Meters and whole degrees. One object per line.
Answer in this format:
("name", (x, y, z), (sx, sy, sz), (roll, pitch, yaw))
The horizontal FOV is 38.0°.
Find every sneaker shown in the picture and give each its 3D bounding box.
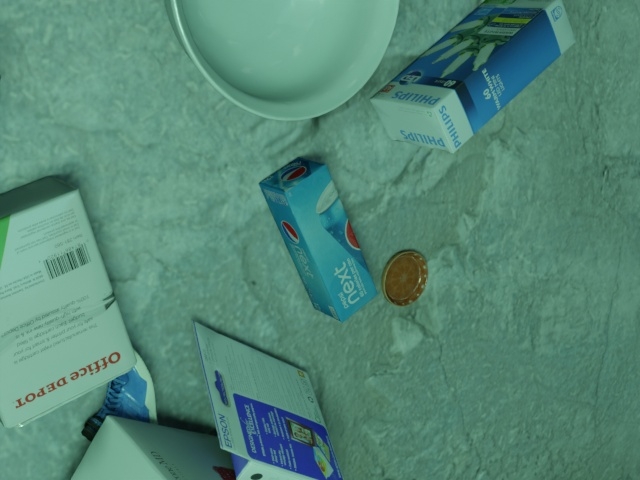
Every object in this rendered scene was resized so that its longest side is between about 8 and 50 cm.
("sneaker", (-0.244, 0.202, 1.104), (0.085, 0.058, 0.152), (-26, 123, -37))

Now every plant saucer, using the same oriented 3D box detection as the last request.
("plant saucer", (0.122, 0.055, 1.353), (0.083, 0.013, 0.083), (-11, 109, -33))

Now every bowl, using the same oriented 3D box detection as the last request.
("bowl", (-0.062, -0.291, 1.054), (0.298, 0.134, 0.297), (-10, 108, -32))

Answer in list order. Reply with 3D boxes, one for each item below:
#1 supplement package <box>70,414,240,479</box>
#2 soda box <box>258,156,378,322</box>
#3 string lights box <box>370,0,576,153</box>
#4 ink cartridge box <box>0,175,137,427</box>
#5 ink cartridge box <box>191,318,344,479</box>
("supplement package", (-0.142, 0.344, 1.098), (0.293, 0.177, 0.175), (26, 97, -48))
("soda box", (0.000, 0.000, 1.218), (0.071, 0.067, 0.210), (-36, 121, -23))
("string lights box", (0.209, -0.231, 1.262), (0.260, 0.133, 0.076), (-42, 123, -20))
("ink cartridge box", (-0.312, 0.065, 0.997), (0.160, 0.092, 0.219), (-25, 116, -27))
("ink cartridge box", (-0.075, 0.213, 1.143), (0.208, 0.206, 0.045), (31, 114, -37))
